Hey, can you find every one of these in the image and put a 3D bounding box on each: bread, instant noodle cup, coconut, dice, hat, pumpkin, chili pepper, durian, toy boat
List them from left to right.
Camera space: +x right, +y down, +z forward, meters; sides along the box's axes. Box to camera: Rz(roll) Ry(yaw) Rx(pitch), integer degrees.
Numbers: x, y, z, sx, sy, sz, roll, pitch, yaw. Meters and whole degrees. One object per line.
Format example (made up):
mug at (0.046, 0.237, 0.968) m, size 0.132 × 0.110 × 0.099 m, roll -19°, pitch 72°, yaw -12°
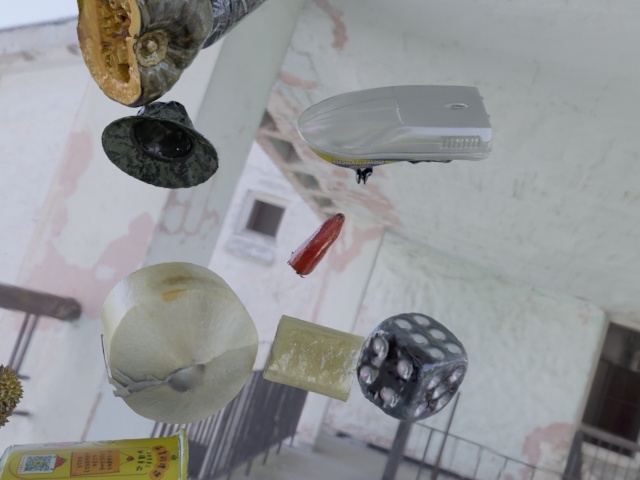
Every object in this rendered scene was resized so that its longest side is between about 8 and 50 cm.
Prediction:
durian at (-0.607, 0.279, 1.358) m, size 0.158 × 0.136 × 0.168 m, roll 2°, pitch -16°, yaw -26°
instant noodle cup at (-0.331, 0.424, 1.096) m, size 0.254 × 0.325 × 0.325 m, roll 7°, pitch -3°, yaw -11°
pumpkin at (-0.333, -0.432, 1.462) m, size 0.242 × 0.232 × 0.325 m, roll 38°, pitch -38°, yaw 12°
hat at (-0.344, -0.235, 1.693) m, size 0.266 × 0.128 × 0.265 m, roll -1°, pitch -28°, yaw 0°
coconut at (-0.278, 0.201, 1.516) m, size 0.323 × 0.322 × 0.323 m, roll 18°, pitch -6°, yaw 2°
bread at (-0.014, 0.234, 1.547) m, size 0.178 × 0.139 × 0.060 m, roll 18°, pitch -16°, yaw 0°
chili pepper at (0.003, 0.000, 1.726) m, size 0.065 × 0.169 × 0.088 m, roll 36°, pitch 30°, yaw -9°
toy boat at (0.107, -0.153, 1.122) m, size 0.270 × 0.140 × 0.141 m, roll -10°, pitch -8°, yaw 4°
dice at (0.201, 0.278, 1.715) m, size 0.181 × 0.183 × 0.182 m, roll -4°, pitch 34°, yaw -46°

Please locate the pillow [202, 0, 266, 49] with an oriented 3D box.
pillow at (-0.185, -0.562, 1.774) m, size 0.092 × 0.335 × 0.161 m, roll 49°, pitch -15°, yaw -8°
